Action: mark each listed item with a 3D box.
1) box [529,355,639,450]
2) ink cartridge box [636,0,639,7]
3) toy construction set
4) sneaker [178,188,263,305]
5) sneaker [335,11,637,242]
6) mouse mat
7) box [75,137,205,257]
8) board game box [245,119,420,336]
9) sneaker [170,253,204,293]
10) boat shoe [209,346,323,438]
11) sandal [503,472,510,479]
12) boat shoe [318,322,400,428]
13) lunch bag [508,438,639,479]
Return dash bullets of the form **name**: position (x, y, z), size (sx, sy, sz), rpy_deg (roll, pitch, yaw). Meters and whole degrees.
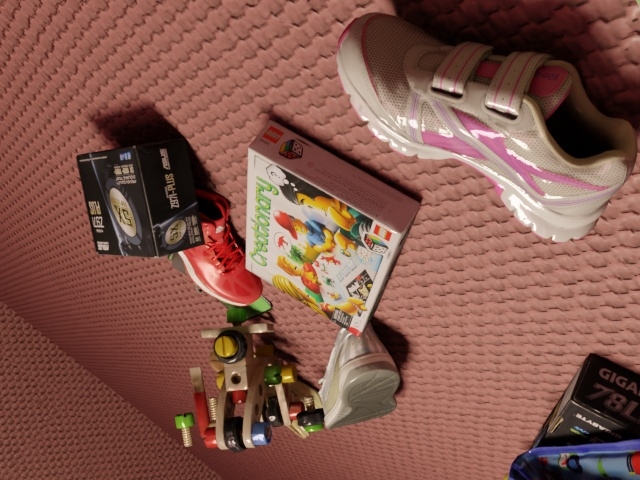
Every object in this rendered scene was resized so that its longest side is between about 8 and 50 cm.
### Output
- **box**: position (0.416, 0.290, 0.893), size (0.295, 0.073, 0.293), rpy_deg (25, 152, 18)
- **ink cartridge box**: position (0.183, -0.215, 0.362), size (0.171, 0.056, 0.235), rpy_deg (-5, 131, 51)
- **toy construction set**: position (-0.151, 0.246, 1.358), size (0.309, 0.257, 0.237), rpy_deg (-15, 84, 40)
- **sneaker**: position (-0.152, 0.012, 1.077), size (0.221, 0.087, 0.128), rpy_deg (43, 154, -18)
- **sneaker**: position (0.132, -0.106, 0.558), size (0.252, 0.103, 0.111), rpy_deg (29, 149, -3)
- **mouse mat**: position (-0.178, 0.072, 1.291), size (0.190, 0.007, 0.152), rpy_deg (40, 153, -11)
- **box**: position (-0.251, -0.057, 1.013), size (0.180, 0.077, 0.147), rpy_deg (2, 105, 48)
- **board game box**: position (0.000, 0.000, 0.918), size (0.193, 0.053, 0.305), rpy_deg (30, 153, 10)
- **sneaker**: position (-0.192, 0.052, 1.197), size (0.158, 0.065, 0.061), rpy_deg (8, 139, 34)
- **boat shoe**: position (-0.124, 0.301, 1.509), size (0.285, 0.089, 0.104), rpy_deg (21, 151, 26)
- **sandal**: position (0.413, 0.417, 1.066), size (0.317, 0.126, 0.138), rpy_deg (27, 150, -2)
- **boat shoe**: position (0.056, 0.223, 1.177), size (0.118, 0.103, 0.320), rpy_deg (-12, 153, -7)
- **lunch bag**: position (0.360, 0.321, 0.828), size (0.221, 0.138, 0.293), rpy_deg (36, 165, -5)
